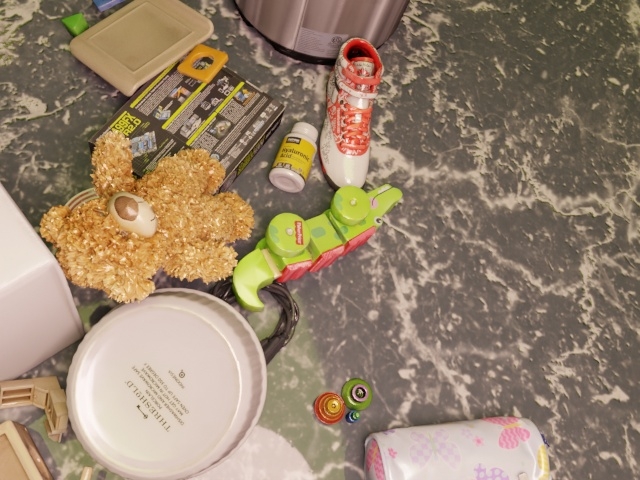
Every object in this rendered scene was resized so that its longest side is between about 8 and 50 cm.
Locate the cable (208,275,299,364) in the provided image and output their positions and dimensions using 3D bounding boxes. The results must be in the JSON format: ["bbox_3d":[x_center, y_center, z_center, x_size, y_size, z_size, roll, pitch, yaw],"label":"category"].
[{"bbox_3d":[-0.118,0.123,0.963,0.150,0.047,0.184,32,54,12],"label":"cable"}]

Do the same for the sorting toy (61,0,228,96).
[{"bbox_3d":[-0.305,-0.340,1.059,0.347,0.047,0.196,37,71,24],"label":"sorting toy"}]

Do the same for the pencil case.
[{"bbox_3d":[0.201,0.337,0.913,0.273,0.113,0.124,0,46,-13],"label":"pencil case"}]

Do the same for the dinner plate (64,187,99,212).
[{"bbox_3d":[-0.345,-0.020,0.980,0.141,0.017,0.141,4,68,-11],"label":"dinner plate"}]

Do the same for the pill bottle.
[{"bbox_3d":[-0.044,-0.149,1.079,0.065,0.065,0.116,21,64,-5],"label":"pill bottle"}]

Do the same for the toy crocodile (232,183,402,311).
[{"bbox_3d":[0.000,0.000,0.990,0.340,0.115,0.105,-26,77,-30],"label":"toy crocodile"}]

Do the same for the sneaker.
[{"bbox_3d":[0.056,-0.227,1.091,0.090,0.145,0.270,6,67,-11],"label":"sneaker"}]

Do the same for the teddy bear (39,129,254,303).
[{"bbox_3d":[-0.206,-0.042,0.842,0.338,0.113,0.245,-4,71,-58],"label":"teddy bear"}]

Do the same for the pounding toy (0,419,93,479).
[{"bbox_3d":[-0.374,0.341,0.782,0.181,0.094,0.206,-30,78,-22],"label":"pounding toy"}]

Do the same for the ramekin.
[{"bbox_3d":[-0.207,0.193,0.820,0.272,0.127,0.273,1,81,-6],"label":"ramekin"}]

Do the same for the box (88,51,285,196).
[{"bbox_3d":[-0.222,-0.189,1.055,0.216,0.060,0.270,33,64,2],"label":"box"}]

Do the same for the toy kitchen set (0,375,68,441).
[{"bbox_3d":[-0.389,0.238,0.825,0.075,0.068,0.083,2,23,-37],"label":"toy kitchen set"}]

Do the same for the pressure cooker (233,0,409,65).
[{"bbox_3d":[0.037,-0.568,1.074,0.370,0.420,0.375,-34,79,-22],"label":"pressure cooker"}]

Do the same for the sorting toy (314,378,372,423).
[{"bbox_3d":[0.042,0.252,0.949,0.102,0.042,0.061,-23,75,-21],"label":"sorting toy"}]

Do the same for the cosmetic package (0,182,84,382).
[{"bbox_3d":[-0.557,0.057,0.727,0.393,0.327,0.329,-34,80,-24],"label":"cosmetic package"}]
